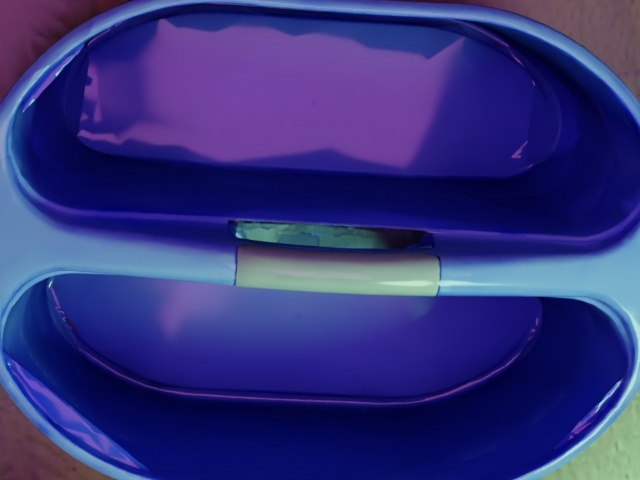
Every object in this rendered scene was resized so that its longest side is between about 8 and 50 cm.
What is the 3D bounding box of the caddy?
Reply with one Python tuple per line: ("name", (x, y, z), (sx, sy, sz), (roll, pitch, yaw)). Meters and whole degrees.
("caddy", (0.000, 0.000, 0.926), (0.341, 0.179, 0.241), (3, 100, -6))
